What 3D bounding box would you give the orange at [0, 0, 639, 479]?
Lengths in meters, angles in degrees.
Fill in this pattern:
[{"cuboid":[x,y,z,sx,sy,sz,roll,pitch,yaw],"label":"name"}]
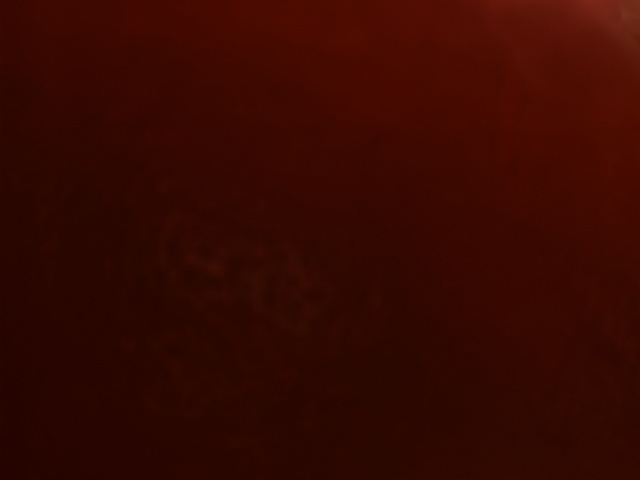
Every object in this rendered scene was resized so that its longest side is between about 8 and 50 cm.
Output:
[{"cuboid":[0.000,0.000,0.569,0.312,0.312,0.312,23,2,-1],"label":"orange"}]
